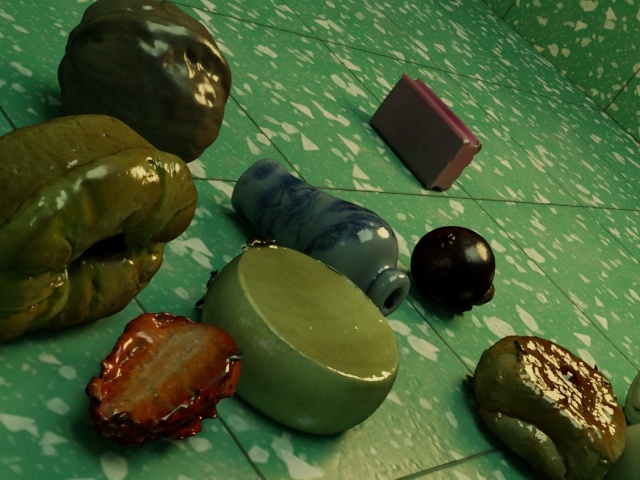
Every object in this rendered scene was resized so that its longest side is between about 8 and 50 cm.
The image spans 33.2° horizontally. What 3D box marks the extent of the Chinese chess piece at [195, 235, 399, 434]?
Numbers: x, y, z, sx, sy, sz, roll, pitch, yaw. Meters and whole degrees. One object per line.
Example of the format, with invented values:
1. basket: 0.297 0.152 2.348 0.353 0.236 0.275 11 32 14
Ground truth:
1. Chinese chess piece: -0.024 0.104 1.179 0.238 0.092 0.238 29 27 -16

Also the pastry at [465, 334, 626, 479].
1. pastry: 0.304 0.217 1.402 0.229 0.100 0.218 -2 45 -52

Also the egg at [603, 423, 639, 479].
1. egg: 0.425 0.305 1.389 0.114 0.114 0.152 29 26 -16

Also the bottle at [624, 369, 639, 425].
1. bottle: 0.655 0.295 1.600 0.351 0.229 0.229 40 24 -6

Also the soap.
1. soap: 0.190 -0.196 1.958 0.065 0.122 0.203 7 36 -48

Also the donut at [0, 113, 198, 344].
1. donut: -0.231 -0.016 0.981 0.128 0.208 0.261 43 20 15

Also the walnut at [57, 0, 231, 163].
1. walnut: -0.214 -0.198 1.337 0.224 0.224 0.224 30 25 -16

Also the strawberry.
1. strawberry: -0.151 0.136 0.987 0.121 0.082 0.188 23 30 17

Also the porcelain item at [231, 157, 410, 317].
1. porcelain item: 0.000 0.000 1.355 0.259 0.141 0.141 38 22 29

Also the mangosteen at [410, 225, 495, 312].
1. mangosteen: 0.197 0.048 1.557 0.140 0.140 0.140 30 25 -16
